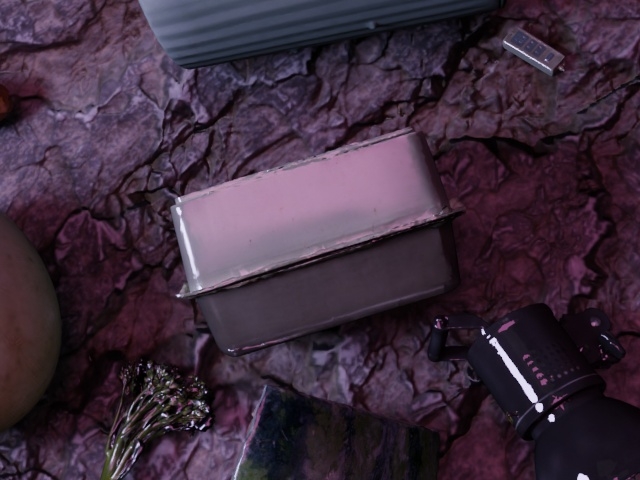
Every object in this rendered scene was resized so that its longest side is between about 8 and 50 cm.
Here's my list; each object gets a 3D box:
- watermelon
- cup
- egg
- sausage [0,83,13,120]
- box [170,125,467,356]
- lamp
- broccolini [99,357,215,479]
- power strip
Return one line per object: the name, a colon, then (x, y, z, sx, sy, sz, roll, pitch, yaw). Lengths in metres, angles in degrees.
watermelon: (-0.034, 0.233, 0.917, 0.201, 0.262, 0.212, 12, 75, 43)
cup: (0.003, -0.374, 1.090, 0.393, 0.401, 0.310, -13, 102, 9)
egg: (-0.390, 0.072, 1.016, 0.219, 0.218, 0.295, -17, 58, 4)
sausage: (-0.537, -0.172, 1.200, 0.327, 0.079, 0.087, 9, 88, 14)
box: (0.000, 0.000, 0.968, 0.291, 0.220, 0.166, -17, 91, 4)
lamp: (0.233, 0.148, 0.929, 0.172, 0.147, 0.227, -24, 60, -12)
broccolini: (-0.173, 0.253, 0.994, 0.123, 0.062, 0.271, -6, 64, 24)
power strip: (0.248, -0.218, 1.106, 0.083, 0.017, 0.027, 37, 83, 21)
